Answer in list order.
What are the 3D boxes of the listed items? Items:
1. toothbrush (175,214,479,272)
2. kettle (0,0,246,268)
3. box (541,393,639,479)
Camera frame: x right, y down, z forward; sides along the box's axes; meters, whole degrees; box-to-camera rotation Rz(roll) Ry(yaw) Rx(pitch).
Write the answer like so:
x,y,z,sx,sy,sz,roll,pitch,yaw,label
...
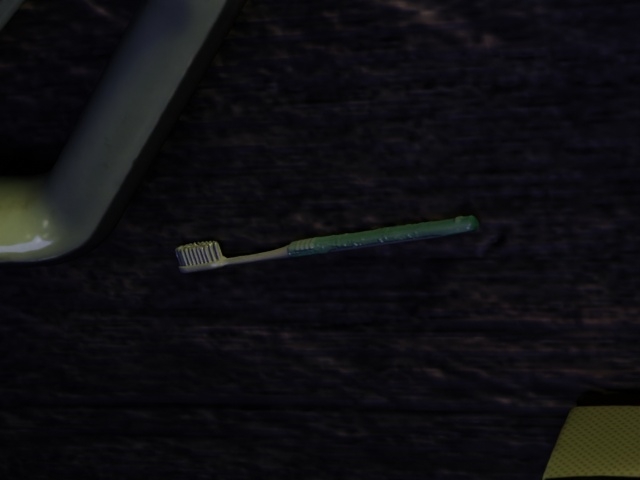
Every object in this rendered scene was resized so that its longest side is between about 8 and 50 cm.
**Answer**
x,y,z,sx,sy,sz,roll,pitch,yaw,label
0.000,0.000,0.947,0.167,0.011,0.014,-8,112,28,toothbrush
-0.243,-0.091,0.878,0.361,0.250,0.377,30,128,-23,kettle
0.234,0.222,0.941,0.198,0.084,0.310,-2,120,24,box
